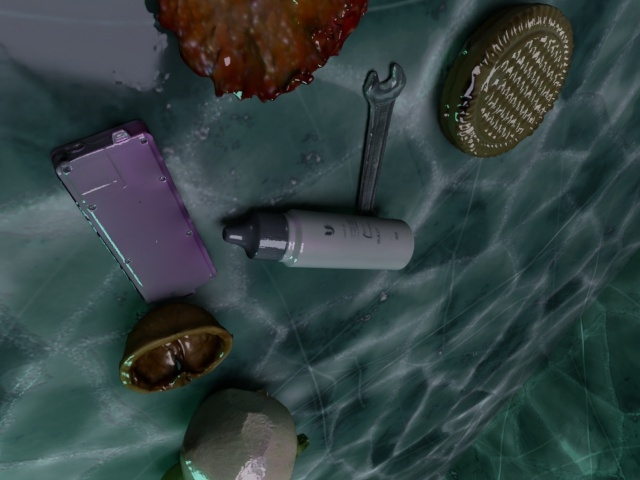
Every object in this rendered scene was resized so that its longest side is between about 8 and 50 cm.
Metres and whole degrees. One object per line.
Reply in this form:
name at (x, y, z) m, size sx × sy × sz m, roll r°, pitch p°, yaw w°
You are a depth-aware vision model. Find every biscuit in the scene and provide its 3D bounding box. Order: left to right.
biscuit at (0.295, -0.245, 0.714) m, size 0.259 × 0.079 × 0.259 m, roll -20°, pitch 136°, yaw -20°

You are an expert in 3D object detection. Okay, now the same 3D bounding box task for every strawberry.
strawberry at (-0.039, -0.258, 0.424) m, size 0.178 × 0.234 × 0.234 m, roll -37°, pitch 151°, yaw -52°

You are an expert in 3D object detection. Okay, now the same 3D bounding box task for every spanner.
spanner at (0.084, -0.128, 0.715) m, size 0.071 × 0.017 × 0.302 m, roll -16°, pitch 133°, yaw -23°

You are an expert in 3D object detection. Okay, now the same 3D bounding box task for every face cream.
face cream at (0.000, 0.000, 0.702) m, size 0.311 × 0.092 × 0.092 m, roll 2°, pitch 125°, yaw -28°

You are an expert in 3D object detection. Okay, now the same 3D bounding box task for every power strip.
power strip at (-0.222, -0.020, 0.574) m, size 0.109 × 0.037 × 0.279 m, roll -26°, pitch 138°, yaw -14°

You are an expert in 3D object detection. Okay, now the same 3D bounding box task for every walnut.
walnut at (-0.223, 0.150, 0.683) m, size 0.167 × 0.087 × 0.211 m, roll -12°, pitch 148°, yaw -24°

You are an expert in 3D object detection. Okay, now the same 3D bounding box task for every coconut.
coconut at (-0.163, 0.399, 0.864) m, size 0.224 × 0.224 × 0.234 m, roll -41°, pitch 137°, yaw 3°

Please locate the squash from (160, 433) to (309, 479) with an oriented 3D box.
squash at (-0.188, 0.522, 1.032) m, size 0.370 × 0.118 × 0.118 m, roll -1°, pitch 127°, yaw -40°
